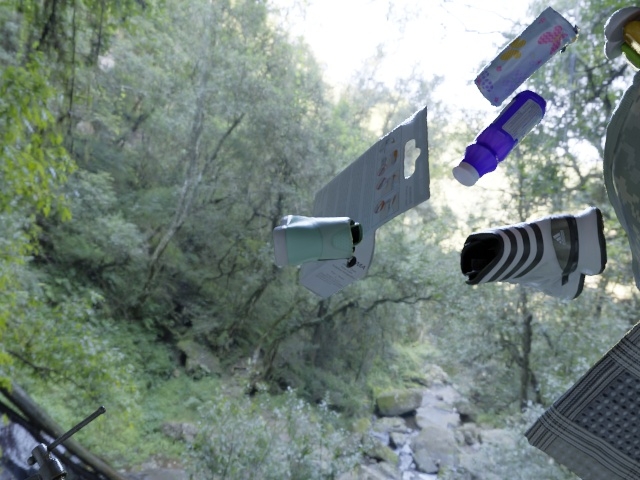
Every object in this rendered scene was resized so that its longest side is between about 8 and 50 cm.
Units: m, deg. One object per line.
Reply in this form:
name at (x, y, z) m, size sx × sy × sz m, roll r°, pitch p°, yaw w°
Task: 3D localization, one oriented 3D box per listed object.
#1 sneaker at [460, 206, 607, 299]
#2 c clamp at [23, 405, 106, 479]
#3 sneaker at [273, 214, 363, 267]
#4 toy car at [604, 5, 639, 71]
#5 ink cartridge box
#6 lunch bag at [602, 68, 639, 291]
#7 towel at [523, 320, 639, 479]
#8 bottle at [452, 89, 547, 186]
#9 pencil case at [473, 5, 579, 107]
sneaker at (0.452, 0.036, 1.032) m, size 0.257 × 0.169 × 0.447 m, roll -3°, pitch -16°, yaw 20°
c clamp at (-0.201, 0.229, 0.346) m, size 0.137 × 0.022 × 0.160 m, roll -32°, pitch 59°, yaw -24°
sneaker at (0.000, 0.001, 0.832) m, size 0.151 × 0.094 × 0.256 m, roll -4°, pitch 7°, yaw 0°
toy car at (0.677, -0.404, 0.921) m, size 0.136 × 0.159 × 0.182 m, roll -38°, pitch -25°, yaw 22°
ink cartridge box at (0.116, -0.080, 1.024) m, size 0.091 × 0.308 × 0.385 m, roll 34°, pitch -47°, yaw -24°
lunch bag at (0.323, 0.019, 0.289) m, size 0.169 × 0.235 × 0.287 m, roll -33°, pitch -48°, yaw 19°
towel at (0.570, 0.331, 0.757) m, size 0.324 × 0.312 × 0.056 m, roll 36°, pitch 19°, yaw 3°
bottle at (0.443, -0.250, 1.138) m, size 0.092 × 0.283 × 0.118 m, roll 42°, pitch -14°, yaw 13°
pencil case at (0.553, -0.494, 1.245) m, size 0.124 × 0.114 × 0.273 m, roll 17°, pitch -47°, yaw -42°
